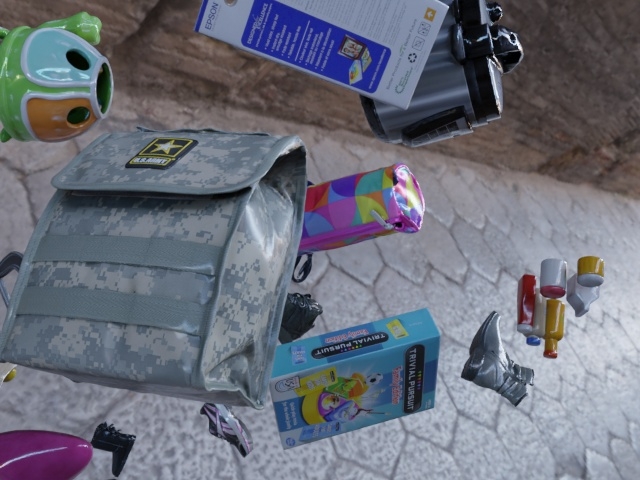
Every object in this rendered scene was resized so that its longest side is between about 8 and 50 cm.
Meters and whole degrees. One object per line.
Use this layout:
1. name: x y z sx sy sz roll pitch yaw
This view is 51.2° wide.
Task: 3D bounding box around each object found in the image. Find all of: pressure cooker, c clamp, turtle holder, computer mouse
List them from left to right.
1. c clamp: -0.468 0.087 1.025 0.022 0.137 0.160 -13 70 -59
2. turtle holder: -0.581 -0.354 1.482 0.228 0.243 0.320 2 30 1
3. computer mouse: 0.000 0.000 1.651 0.071 0.242 0.041 42 -9 -26
4. pressure cooker: 0.322 -0.466 1.766 0.369 0.421 0.375 -82 154 -43

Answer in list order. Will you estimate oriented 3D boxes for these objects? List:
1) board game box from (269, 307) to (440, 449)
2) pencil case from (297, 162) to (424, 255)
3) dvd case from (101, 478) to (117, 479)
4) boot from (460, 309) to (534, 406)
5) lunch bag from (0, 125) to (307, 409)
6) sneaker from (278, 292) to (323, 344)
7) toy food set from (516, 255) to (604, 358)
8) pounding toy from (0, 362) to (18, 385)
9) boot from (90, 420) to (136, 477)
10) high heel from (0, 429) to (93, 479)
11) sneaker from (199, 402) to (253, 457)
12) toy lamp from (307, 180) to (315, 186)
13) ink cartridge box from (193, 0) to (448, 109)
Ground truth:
1. board game box: 0.066 0.283 1.345 0.079 0.336 0.253 -111 -169 -45
2. pencil case: 0.026 -0.037 0.921 0.104 0.236 0.104 28 56 -52
3. dvd case: -0.475 0.560 1.206 0.022 0.180 0.253 56 30 -37
4. boot: 0.451 0.294 1.650 0.161 0.083 0.246 27 43 8
5. lunch bag: -0.153 0.006 0.675 0.169 0.235 0.286 51 46 -62
6. sneaker: -0.078 0.140 1.575 0.227 0.130 0.087 62 -1 -32
7. toy food set: 0.385 0.113 1.098 0.111 0.232 0.104 11 66 1
8. pounding toy: -0.702 0.301 1.377 0.154 0.155 0.269 45 24 -7
9. boot: -0.521 0.515 1.647 0.099 0.121 0.045 23 3 -14
10. high heel: -0.471 0.377 0.861 0.181 0.377 0.127 -103 166 -54
11. sneaker: -0.237 0.473 1.679 0.178 0.077 0.072 52 1 23
12. toy lamp: 0.060 -0.068 1.436 0.275 0.080 0.080 14 46 -45
13. ink cartridge box: 0.005 -0.336 1.002 0.371 0.175 0.069 13 18 -30
